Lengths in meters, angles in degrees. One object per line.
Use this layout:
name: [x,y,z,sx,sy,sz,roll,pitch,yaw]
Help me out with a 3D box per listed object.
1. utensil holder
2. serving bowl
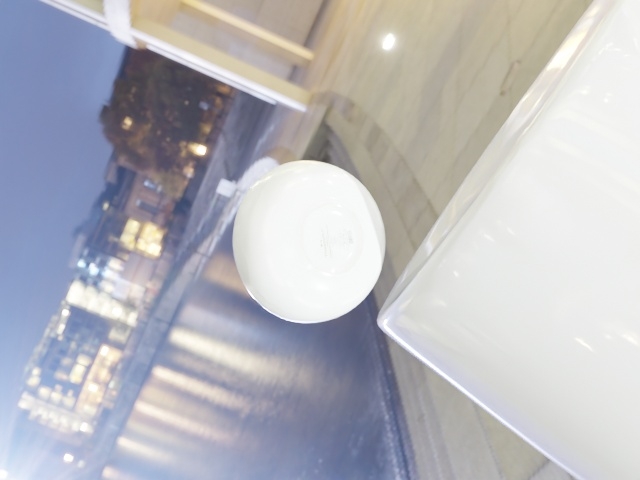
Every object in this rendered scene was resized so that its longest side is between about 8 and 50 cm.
utensil holder: [0.275,0.034,0.513,0.327,0.385,0.327,-54,-4,-5]
serving bowl: [0.000,0.000,0.435,0.027,0.083,0.083,-6,59,60]
